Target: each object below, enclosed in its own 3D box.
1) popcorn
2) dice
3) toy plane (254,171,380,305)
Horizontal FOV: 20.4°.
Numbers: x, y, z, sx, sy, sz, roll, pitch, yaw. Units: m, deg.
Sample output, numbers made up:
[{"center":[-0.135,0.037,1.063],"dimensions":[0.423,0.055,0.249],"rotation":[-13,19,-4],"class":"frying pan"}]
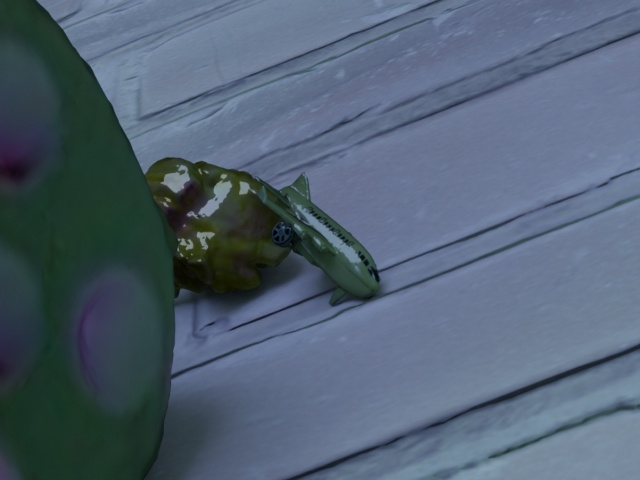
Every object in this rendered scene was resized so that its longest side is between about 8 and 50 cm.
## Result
[{"center":[-0.073,-0.006,1.166],"dimensions":[0.109,0.089,0.097],"rotation":[-4,-16,7],"class":"popcorn"},{"center":[-0.285,0.041,0.921],"dimensions":[0.322,0.318,0.330],"rotation":[-3,34,31],"class":"dice"},{"center":[0.000,0.000,1.105],"dimensions":[0.040,0.102,0.111],"rotation":[-47,55,16],"class":"toy plane"}]
